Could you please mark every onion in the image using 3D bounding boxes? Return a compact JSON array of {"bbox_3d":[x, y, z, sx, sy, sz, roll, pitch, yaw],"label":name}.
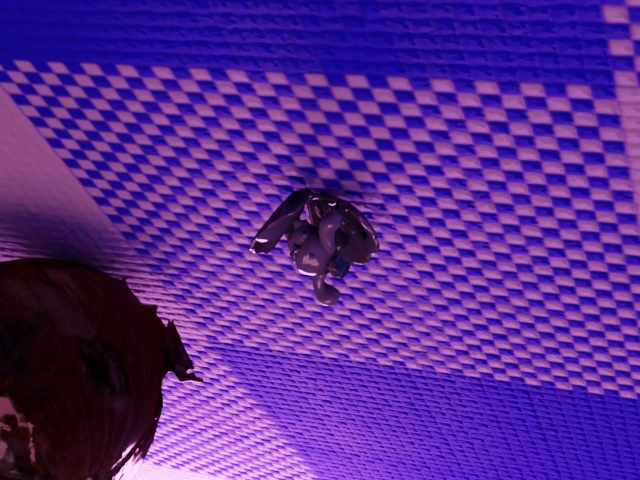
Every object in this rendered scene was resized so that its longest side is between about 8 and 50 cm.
[{"bbox_3d":[-0.302,0.167,1.297,0.353,0.354,0.353,14,154,7],"label":"onion"}]

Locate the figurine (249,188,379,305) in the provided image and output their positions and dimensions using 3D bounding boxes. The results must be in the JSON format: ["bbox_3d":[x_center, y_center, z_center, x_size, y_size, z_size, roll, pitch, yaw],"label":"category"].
[{"bbox_3d":[0.000,0.000,1.035,0.086,0.082,0.094,41,147,1],"label":"figurine"}]
